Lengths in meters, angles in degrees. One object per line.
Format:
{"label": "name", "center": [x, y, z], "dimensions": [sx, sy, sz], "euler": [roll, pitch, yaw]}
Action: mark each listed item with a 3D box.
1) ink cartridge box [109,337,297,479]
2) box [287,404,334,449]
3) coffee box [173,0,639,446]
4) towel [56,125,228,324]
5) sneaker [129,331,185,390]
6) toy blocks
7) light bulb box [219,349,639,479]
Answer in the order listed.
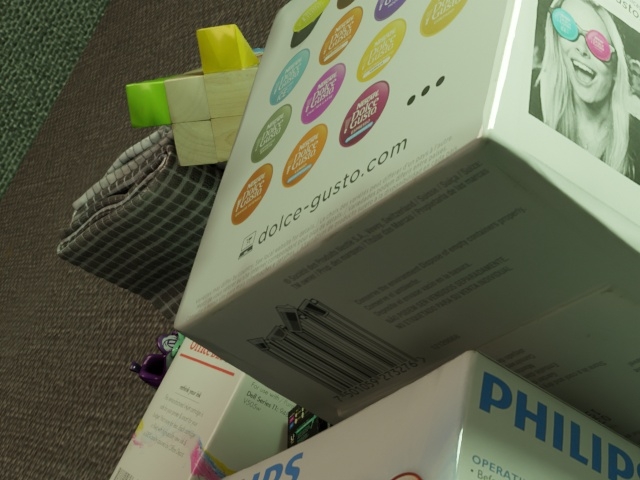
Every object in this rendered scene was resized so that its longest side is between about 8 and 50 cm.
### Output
{"label": "ink cartridge box", "center": [-0.103, 0.210, 1.529], "dimensions": [0.353, 0.119, 0.207], "euler": [-62, 23, -8]}
{"label": "box", "center": [0.006, 0.194, 1.408], "dimensions": [0.052, 0.062, 0.083], "euler": [-45, 26, 29]}
{"label": "coffee box", "center": [0.153, -0.041, 1.064], "dimensions": [0.337, 0.338, 0.334], "euler": [-31, 34, 46]}
{"label": "towel", "center": [-0.165, -0.010, 1.789], "dimensions": [0.283, 0.235, 0.121], "euler": [-35, 39, 43]}
{"label": "sneaker", "center": [-0.134, 0.133, 1.714], "dimensions": [0.223, 0.098, 0.083], "euler": [-38, 30, 38]}
{"label": "toy blocks", "center": [0.017, -0.168, 1.628], "dimensions": [0.381, 0.191, 0.261], "euler": [-4, 13, 22]}
{"label": "light bulb box", "center": [0.046, 0.321, 0.967], "dimensions": [0.358, 0.225, 0.361], "euler": [-34, 34, 43]}
